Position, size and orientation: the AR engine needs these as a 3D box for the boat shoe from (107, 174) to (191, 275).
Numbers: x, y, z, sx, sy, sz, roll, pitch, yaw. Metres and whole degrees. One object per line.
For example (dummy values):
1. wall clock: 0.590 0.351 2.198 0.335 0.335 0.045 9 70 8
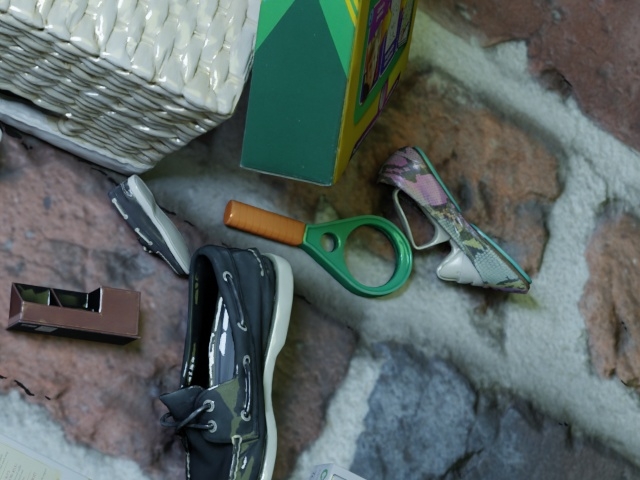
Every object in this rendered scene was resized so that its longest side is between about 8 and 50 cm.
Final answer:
1. boat shoe: -0.179 -0.011 1.960 0.038 0.046 0.125 -28 114 12

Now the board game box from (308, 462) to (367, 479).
1. board game box: 0.095 0.393 2.012 0.305 0.053 0.193 29 68 -19

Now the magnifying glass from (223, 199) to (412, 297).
1. magnifying glass: 0.000 0.000 2.058 0.231 0.026 0.092 17 73 -23

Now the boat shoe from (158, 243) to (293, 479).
1. boat shoe: -0.111 0.158 1.904 0.113 0.127 0.340 23 67 -31

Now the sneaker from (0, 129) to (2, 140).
1. sneaker: -0.379 -0.017 1.842 0.115 0.090 0.232 41 74 -22

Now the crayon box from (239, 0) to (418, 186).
1. crayon box: 0.029 -0.271 1.885 0.106 0.363 0.313 12 116 10

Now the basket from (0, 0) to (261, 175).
1. basket: -0.229 -0.284 1.863 0.328 0.266 0.331 24 72 -22

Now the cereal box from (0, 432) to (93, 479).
1. cereal box: -0.336 0.275 1.811 0.240 0.047 0.173 32 67 -22

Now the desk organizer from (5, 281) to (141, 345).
1. desk organizer: -0.252 0.072 1.902 0.130 0.047 0.050 10 74 -25

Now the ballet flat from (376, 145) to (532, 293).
1. ballet flat: 0.144 -0.007 2.113 0.079 0.077 0.221 -42 95 -9
